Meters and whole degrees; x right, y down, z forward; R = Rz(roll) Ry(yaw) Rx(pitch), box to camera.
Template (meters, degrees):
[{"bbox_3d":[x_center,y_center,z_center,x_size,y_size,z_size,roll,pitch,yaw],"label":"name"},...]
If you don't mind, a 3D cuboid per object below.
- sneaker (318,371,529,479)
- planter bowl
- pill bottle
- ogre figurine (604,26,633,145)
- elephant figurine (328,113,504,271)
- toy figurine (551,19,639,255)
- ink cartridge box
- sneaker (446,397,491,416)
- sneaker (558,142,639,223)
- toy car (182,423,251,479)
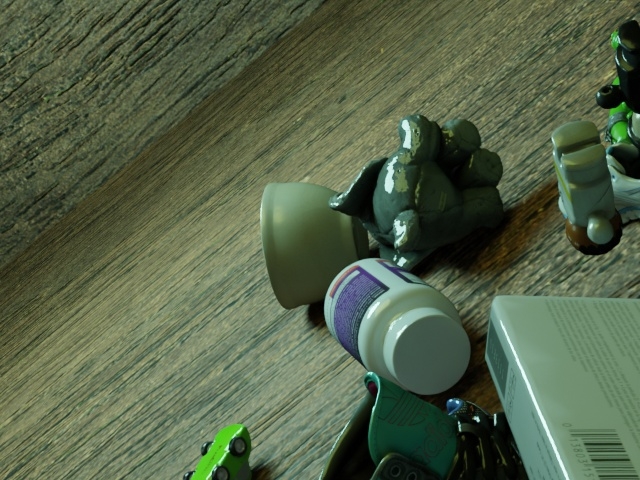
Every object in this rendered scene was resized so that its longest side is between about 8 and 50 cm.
[{"bbox_3d":[0.111,0.158,0.943,0.295,0.178,0.124,-36,20,11],"label":"sneaker"},{"bbox_3d":[0.000,0.000,1.567,0.109,0.162,0.162,-8,30,14],"label":"planter bowl"},{"bbox_3d":[0.079,0.089,1.263,0.108,0.108,0.193,-43,19,-4],"label":"pill bottle"},{"bbox_3d":[0.362,-0.189,1.340,0.118,0.096,0.197,-93,11,-72],"label":"ogre figurine"},{"bbox_3d":[0.098,-0.036,1.480,0.239,0.186,0.169,-32,62,56],"label":"elephant figurine"},{"bbox_3d":[0.306,-0.061,1.023,0.213,0.148,0.209,20,63,31],"label":"toy figurine"},{"bbox_3d":[0.252,0.121,0.829,0.239,0.060,0.275,2,24,-5],"label":"ink cartridge box"},{"bbox_3d":[0.069,0.197,1.080,0.221,0.087,0.083,-33,20,23],"label":"sneaker"},{"bbox_3d":[0.293,-0.060,1.216,0.071,0.083,0.190,-52,20,-23],"label":"sneaker"},{"bbox_3d":[-0.128,0.291,1.311,0.239,0.053,0.225,-19,29,46],"label":"toy car"}]
